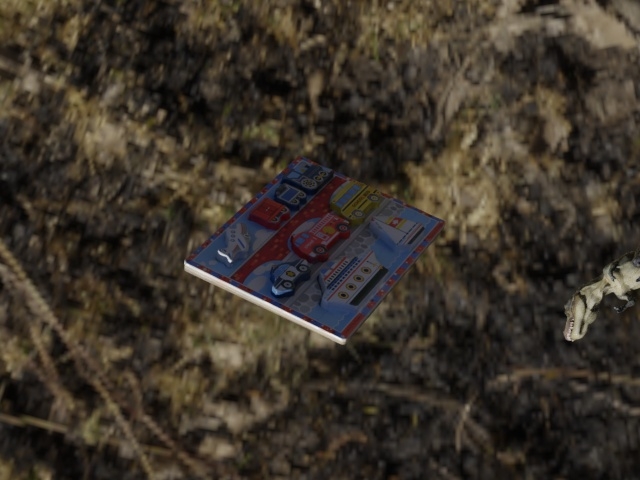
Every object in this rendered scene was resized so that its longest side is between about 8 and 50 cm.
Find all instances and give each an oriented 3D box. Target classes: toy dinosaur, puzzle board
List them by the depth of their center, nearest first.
[{"bbox_3d":[0.000,0.000,0.829,0.096,0.128,0.011,24,129,17],"label":"puzzle board"},{"bbox_3d":[0.368,0.019,1.614,0.268,0.118,0.064,-31,100,-1],"label":"toy dinosaur"}]
